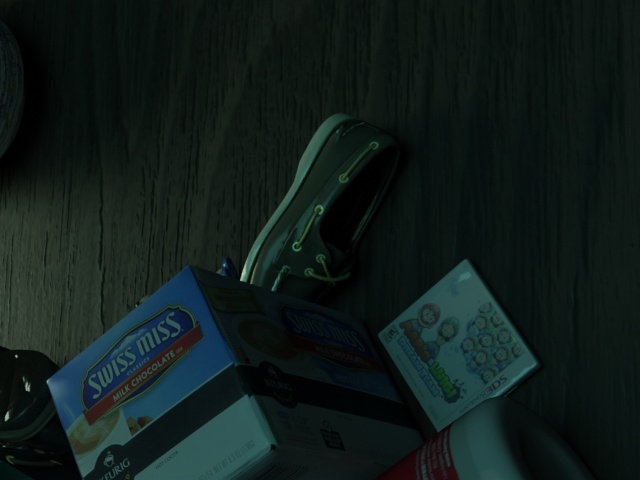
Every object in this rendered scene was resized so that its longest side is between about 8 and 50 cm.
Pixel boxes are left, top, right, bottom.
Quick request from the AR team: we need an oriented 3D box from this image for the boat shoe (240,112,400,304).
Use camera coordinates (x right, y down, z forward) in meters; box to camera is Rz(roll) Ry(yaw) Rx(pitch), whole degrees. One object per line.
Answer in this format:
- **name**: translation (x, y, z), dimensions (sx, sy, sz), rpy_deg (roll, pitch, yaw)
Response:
- **boat shoe**: translation (-0.003, -0.001, 1.851), dimensions (0.091, 0.109, 0.305), rpy_deg (24, 88, 39)

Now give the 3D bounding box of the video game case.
- **video game case**: translation (0.155, 0.124, 1.772), dimensions (0.143, 0.019, 0.157), rpy_deg (-42, 59, 18)

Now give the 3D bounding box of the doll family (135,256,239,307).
- **doll family**: translation (-0.174, 0.134, 1.890), dimensions (0.163, 0.263, 0.118), rpy_deg (-24, 104, 14)

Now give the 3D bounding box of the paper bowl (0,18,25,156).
- **paper bowl**: translation (-0.535, -0.200, 2.224), dimensions (0.284, 0.148, 0.284), rpy_deg (-8, 74, 31)

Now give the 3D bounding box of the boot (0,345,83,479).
- **boot**: translation (-0.313, 0.239, 1.875), dimensions (0.377, 0.284, 0.138), rpy_deg (-5, 51, 57)

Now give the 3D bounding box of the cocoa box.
- **cocoa box**: translation (-0.079, 0.205, 1.706), dimensions (0.231, 0.347, 0.228), rpy_deg (-38, 60, 21)

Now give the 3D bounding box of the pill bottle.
- **pill bottle**: translation (0.095, 0.362, 1.628), dimensions (0.407, 0.229, 0.229), rpy_deg (-39, 61, 20)

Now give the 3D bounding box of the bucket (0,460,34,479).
- **bucket**: translation (-0.421, 0.426, 1.930), dimensions (0.183, 0.281, 0.281), rpy_deg (-29, 64, 23)
